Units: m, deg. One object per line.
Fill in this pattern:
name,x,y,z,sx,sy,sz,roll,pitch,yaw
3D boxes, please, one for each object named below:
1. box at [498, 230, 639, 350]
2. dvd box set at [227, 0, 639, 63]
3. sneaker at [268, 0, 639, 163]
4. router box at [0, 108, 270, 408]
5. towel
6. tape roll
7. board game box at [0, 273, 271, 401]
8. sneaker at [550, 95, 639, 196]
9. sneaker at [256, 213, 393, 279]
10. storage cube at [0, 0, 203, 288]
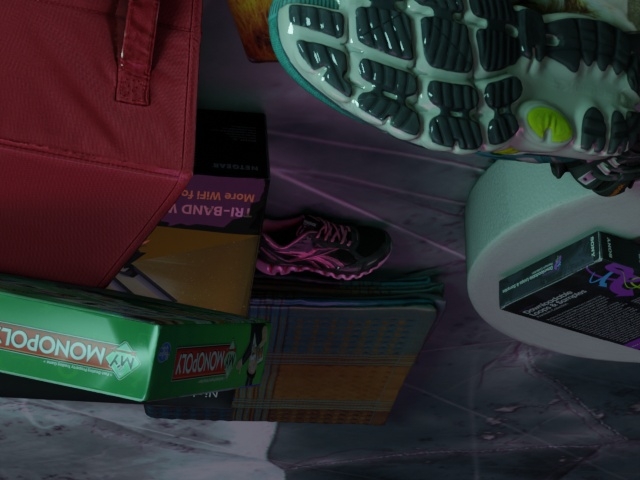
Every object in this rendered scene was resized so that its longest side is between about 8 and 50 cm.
box,0.237,0.042,1.272,0.162,0.029,0.116,15,150,-33
dvd box set,0.074,-0.229,0.812,0.307,0.062,0.420,-4,155,6
sneaker,0.070,-0.085,0.918,0.275,0.107,0.110,13,163,-43
router box,-0.204,0.011,1.208,0.308,0.081,0.243,3,132,-8
towel,-0.040,0.110,1.579,0.271,0.040,0.370,3,157,-5
tape roll,0.308,0.001,1.302,0.392,0.072,0.392,-1,156,0
board game box,-0.211,0.042,0.991,0.317,0.046,0.213,10,180,15
sneaker,0.202,-0.066,1.068,0.072,0.077,0.178,0,-174,-13
sneaker,0.000,0.000,1.338,0.119,0.047,0.057,-2,144,2
storage cube,-0.187,-0.099,0.947,0.193,0.184,0.215,10,156,-19
